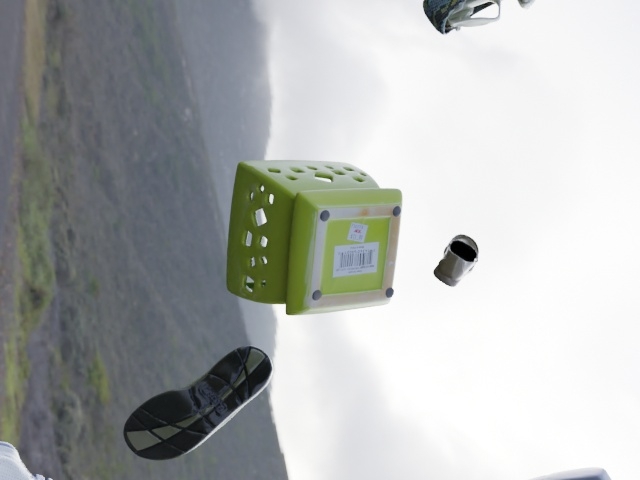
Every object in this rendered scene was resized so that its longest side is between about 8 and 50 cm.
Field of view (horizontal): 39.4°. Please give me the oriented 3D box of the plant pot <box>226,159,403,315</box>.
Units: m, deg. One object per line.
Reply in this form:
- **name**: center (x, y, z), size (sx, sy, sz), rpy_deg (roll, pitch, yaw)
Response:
- **plant pot**: center (0.000, 0.000, 1.429), size (0.207, 0.228, 0.227), rpy_deg (25, -67, 53)

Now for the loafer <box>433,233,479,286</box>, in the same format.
- **loafer**: center (0.212, 0.023, 1.339), size (0.050, 0.056, 0.148), rpy_deg (-57, 176, 29)

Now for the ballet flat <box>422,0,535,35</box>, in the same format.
- **ballet flat**: center (0.217, -0.295, 1.063), size (0.070, 0.188, 0.070), rpy_deg (-20, 90, -75)

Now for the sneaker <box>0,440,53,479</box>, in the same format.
- **sneaker**: center (-0.495, 0.455, 1.452), size (0.182, 0.127, 0.315), rpy_deg (51, -6, 35)

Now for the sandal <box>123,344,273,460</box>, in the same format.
- **sandal**: center (-0.219, 0.310, 1.666), size (0.120, 0.303, 0.086), rpy_deg (57, -16, 11)

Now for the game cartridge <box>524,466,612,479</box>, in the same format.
- **game cartridge**: center (0.215, 0.374, 0.964), size (0.198, 0.297, 0.062), rpy_deg (62, 21, 15)
